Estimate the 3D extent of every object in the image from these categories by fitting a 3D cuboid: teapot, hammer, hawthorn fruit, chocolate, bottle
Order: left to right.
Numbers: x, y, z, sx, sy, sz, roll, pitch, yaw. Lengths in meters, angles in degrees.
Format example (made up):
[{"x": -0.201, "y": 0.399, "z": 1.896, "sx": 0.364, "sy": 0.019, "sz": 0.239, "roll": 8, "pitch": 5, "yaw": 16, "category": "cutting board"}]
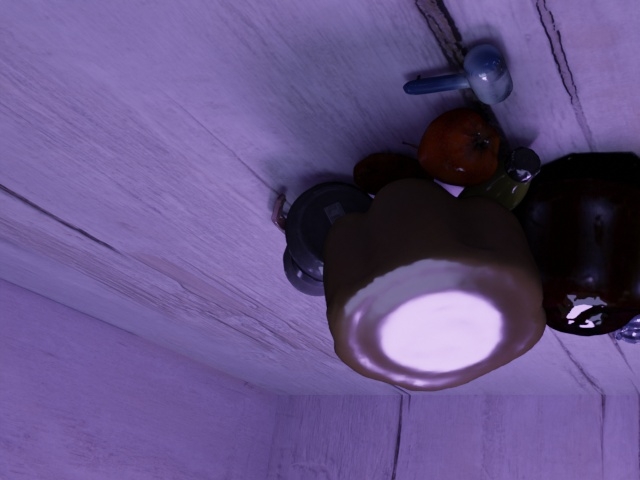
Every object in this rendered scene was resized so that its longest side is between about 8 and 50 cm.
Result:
[{"x": 0.000, "y": 0.000, "z": 1.722, "sx": 0.300, "sy": 0.253, "sz": 0.344, "roll": 42, "pitch": 160, "yaw": 4, "category": "teapot"}, {"x": 0.260, "y": -0.178, "z": 1.346, "sx": 0.162, "sy": 0.163, "sz": 0.203, "roll": 18, "pitch": 170, "yaw": -22, "category": "hawthorn fruit"}, {"x": 0.239, "y": -0.288, "z": 1.196, "sx": 0.194, "sy": 0.070, "sz": 0.116, "roll": -1, "pitch": 156, "yaw": 30, "category": "hammer"}, {"x": 0.393, "y": -0.115, "z": 1.472, "sx": 0.112, "sy": 0.112, "sz": 0.260, "roll": 11, "pitch": 155, "yaw": -9, "category": "bottle"}, {"x": 0.600, "y": 0.039, "z": 1.498, "sx": 0.383, "sy": 0.331, "sz": 0.384, "roll": 8, "pitch": 154, "yaw": 4, "category": "chocolate"}]

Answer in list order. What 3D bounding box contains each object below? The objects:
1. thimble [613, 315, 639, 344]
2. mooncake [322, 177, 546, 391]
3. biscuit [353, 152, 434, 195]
[{"x": 0.959, "y": 0.201, "z": 1.941, "sx": 0.236, "sy": 0.172, "sz": 0.205, "roll": -8, "pitch": 155, "yaw": 26, "category": "thimble"}, {"x": 0.227, "y": 0.101, "z": 1.398, "sx": 0.467, "sy": 0.262, "sz": 0.467, "roll": 1, "pitch": 133, "yaw": 1, "category": "mooncake"}, {"x": 0.169, "y": -0.148, "z": 1.545, "sx": 0.192, "sy": 0.049, "sz": 0.192, "roll": 11, "pitch": 161, "yaw": 4, "category": "biscuit"}]
